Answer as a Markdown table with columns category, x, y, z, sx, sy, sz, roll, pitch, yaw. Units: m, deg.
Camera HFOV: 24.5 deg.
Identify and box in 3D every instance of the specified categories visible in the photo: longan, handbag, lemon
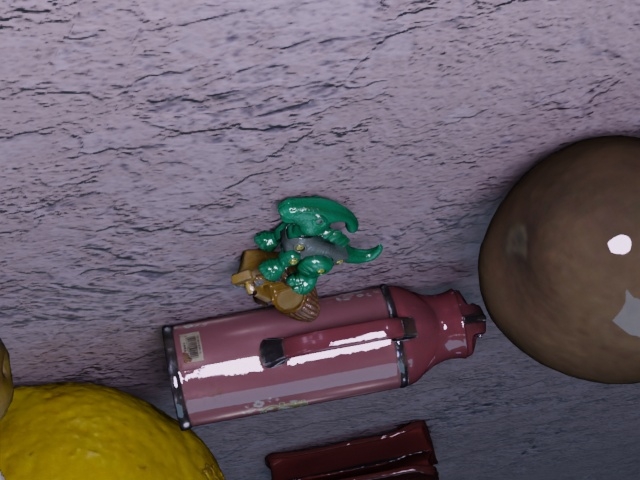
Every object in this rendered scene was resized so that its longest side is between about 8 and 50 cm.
| category | x | y | z | sx | sy | sz | roll | pitch | yaw |
| --- | --- | --- | --- | --- | --- | --- | --- | --- | --- |
| longan | 0.250 | 0.016 | 1.254 | 0.248 | 0.248 | 0.248 | -11 | 160 | -4 |
| handbag | 0.055 | 0.365 | 2.257 | 0.260 | 0.084 | 0.275 | -14 | 160 | 4 |
| lemon | -0.277 | 0.325 | 1.585 | 0.387 | 0.349 | 0.350 | 20 | 148 | -21 |

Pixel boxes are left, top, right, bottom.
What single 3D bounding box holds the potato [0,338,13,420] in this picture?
| category | x | y | z | sx | sy | sz | roll | pitch | yaw |
| --- | --- | --- | --- | --- | --- | --- | --- | --- | --- |
| potato | -0.400 | 0.141 | 1.281 | 0.266 | 0.229 | 0.229 | -26 | 161 | -7 |

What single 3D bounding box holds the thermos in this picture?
| category | x | y | z | sx | sy | sz | roll | pitch | yaw |
| --- | --- | --- | --- | --- | --- | --- | --- | --- | --- |
| thermos | 0.008 | 0.103 | 1.509 | 0.330 | 0.109 | 0.136 | -10 | 139 | -4 |

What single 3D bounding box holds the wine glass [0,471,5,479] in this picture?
| category | x | y | z | sx | sy | sz | roll | pitch | yaw |
| --- | --- | --- | --- | --- | --- | --- | --- | --- | --- |
| wine glass | -0.424 | 0.276 | 1.397 | 0.241 | 0.126 | 0.126 | -11 | 160 | 14 |

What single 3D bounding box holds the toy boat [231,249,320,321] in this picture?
| category | x | y | z | sx | sy | sz | roll | pitch | yaw |
| --- | --- | --- | --- | --- | --- | --- | --- | --- | --- |
| toy boat | -0.040 | 0.043 | 1.399 | 0.047 | 0.049 | 0.149 | -19 | 158 | 21 |

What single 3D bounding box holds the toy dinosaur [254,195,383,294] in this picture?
| category | x | y | z | sx | sy | sz | roll | pitch | yaw |
| --- | --- | --- | --- | --- | --- | --- | --- | --- | --- |
| toy dinosaur | 0.000 | 0.000 | 1.306 | 0.132 | 0.059 | 0.096 | 17 | 140 | -38 |
